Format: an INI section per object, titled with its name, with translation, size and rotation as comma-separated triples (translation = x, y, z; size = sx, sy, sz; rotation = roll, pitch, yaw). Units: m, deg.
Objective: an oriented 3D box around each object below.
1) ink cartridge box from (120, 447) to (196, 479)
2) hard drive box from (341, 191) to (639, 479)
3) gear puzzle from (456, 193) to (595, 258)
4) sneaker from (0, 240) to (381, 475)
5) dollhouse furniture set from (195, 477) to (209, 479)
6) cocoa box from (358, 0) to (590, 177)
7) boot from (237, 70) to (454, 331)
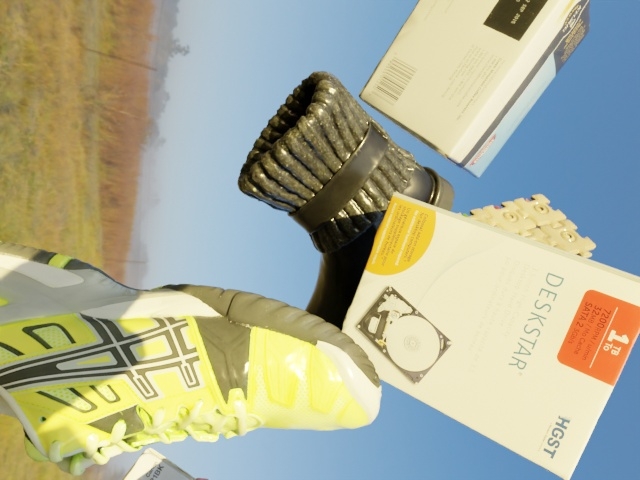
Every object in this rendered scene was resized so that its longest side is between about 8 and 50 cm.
[ink cartridge box]
translation = -0.304, 0.464, 0.647
size = 0.273, 0.114, 0.197
rotation = -52, -175, 36
[hard drive box]
translation = 0.155, 0.076, 0.435
size = 0.232, 0.089, 0.181
rotation = 22, -82, 24
[gear puzzle]
translation = 0.339, 0.008, 0.830
size = 0.044, 0.338, 0.176
rotation = 98, -29, -46
[sneaker]
translation = -0.142, 0.120, 0.366
size = 0.145, 0.383, 0.147
rotation = 99, 1, -49
[dollhouse furniture set]
translation = -0.229, 0.380, 0.475
size = 0.152, 0.373, 0.202
rotation = -12, 106, -83
[cocoa box]
translation = 0.291, -0.334, 0.834
size = 0.231, 0.227, 0.347
rotation = 42, -71, 27
[boot]
translation = -0.002, -0.002, 0.569
size = 0.131, 0.260, 0.348
rotation = 27, -90, 56
